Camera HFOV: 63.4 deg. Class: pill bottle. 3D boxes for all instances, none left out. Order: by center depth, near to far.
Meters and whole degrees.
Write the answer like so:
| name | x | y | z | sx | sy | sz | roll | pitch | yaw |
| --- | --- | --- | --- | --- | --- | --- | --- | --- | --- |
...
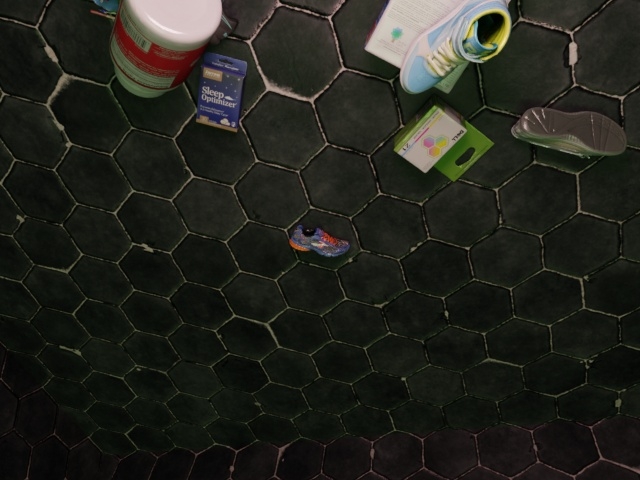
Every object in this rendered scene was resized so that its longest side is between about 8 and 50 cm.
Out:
| name | x | y | z | sx | sy | sz | roll | pitch | yaw |
| --- | --- | --- | --- | --- | --- | --- | --- | --- | --- |
| pill bottle | -0.428 | -0.538 | 1.374 | 0.229 | 0.229 | 0.408 | 38 | 155 | -18 |

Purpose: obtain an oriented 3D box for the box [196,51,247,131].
| name | x | y | z | sx | sy | sz | roll | pitch | yaw |
| --- | --- | --- | --- | --- | --- | --- | --- | --- | --- |
| box | -0.311 | -0.460 | 1.619 | 0.136 | 0.036 | 0.225 | 14 | 126 | -2 |

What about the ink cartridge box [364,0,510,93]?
| name | x | y | z | sx | sy | sz | roll | pitch | yaw |
| --- | --- | --- | --- | --- | --- | --- | --- | --- | --- |
| ink cartridge box | 0.325 | -0.623 | 1.327 | 0.270 | 0.151 | 0.395 | 24 | 127 | -10 |

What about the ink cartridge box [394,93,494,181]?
| name | x | y | z | sx | sy | sz | roll | pitch | yaw |
| --- | --- | --- | --- | --- | --- | --- | --- | --- | --- |
| ink cartridge box | 0.383 | -0.291 | 1.595 | 0.255 | 0.097 | 0.189 | 33 | 124 | -14 |

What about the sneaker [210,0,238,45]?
| name | x | y | z | sx | sy | sz | roll | pitch | yaw |
| --- | --- | --- | --- | --- | --- | --- | --- | --- | --- |
| sneaker | -0.334 | -0.683 | 1.436 | 0.106 | 0.101 | 0.267 | -29 | 123 | 9 |

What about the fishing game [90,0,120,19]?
| name | x | y | z | sx | sy | sz | roll | pitch | yaw |
| --- | --- | --- | --- | --- | --- | --- | --- | --- | --- |
| fishing game | -0.548 | -0.663 | 1.405 | 0.189 | 0.041 | 0.264 | 11 | 165 | -22 |

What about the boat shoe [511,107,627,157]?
| name | x | y | z | sx | sy | sz | roll | pitch | yaw |
| --- | --- | --- | --- | --- | --- | --- | --- | --- | --- |
| boat shoe | 0.734 | -0.313 | 1.530 | 0.320 | 0.103 | 0.118 | 8 | 82 | -1 |

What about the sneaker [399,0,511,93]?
| name | x | y | z | sx | sy | sz | roll | pitch | yaw |
| --- | --- | --- | --- | --- | --- | --- | --- | --- | --- |
| sneaker | 0.313 | -0.451 | 1.236 | 0.127 | 0.208 | 0.319 | 34 | 124 | -18 |

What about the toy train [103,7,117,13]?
| name | x | y | z | sx | sy | sz | roll | pitch | yaw |
| --- | --- | --- | --- | --- | --- | --- | --- | --- | --- |
| toy train | -0.607 | -0.676 | 1.517 | 0.083 | 0.017 | 0.023 | 25 | 136 | -10 |

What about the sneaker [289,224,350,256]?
| name | x | y | z | sx | sy | sz | roll | pitch | yaw |
| --- | --- | --- | --- | --- | --- | --- | --- | --- | --- |
| sneaker | 0.000 | 0.000 | 1.883 | 0.221 | 0.083 | 0.087 | 9 | 119 | -2 |
